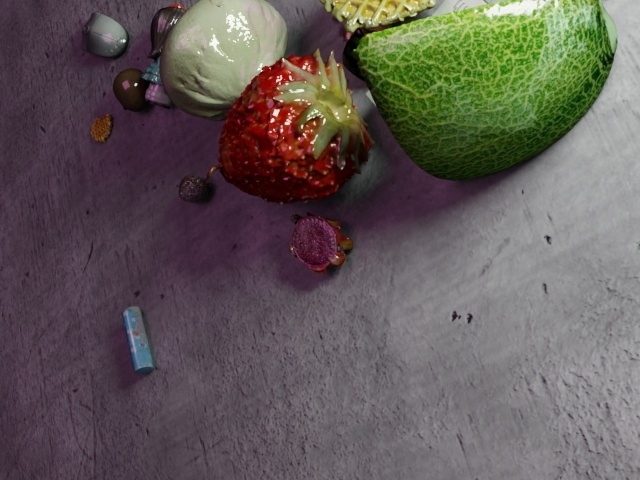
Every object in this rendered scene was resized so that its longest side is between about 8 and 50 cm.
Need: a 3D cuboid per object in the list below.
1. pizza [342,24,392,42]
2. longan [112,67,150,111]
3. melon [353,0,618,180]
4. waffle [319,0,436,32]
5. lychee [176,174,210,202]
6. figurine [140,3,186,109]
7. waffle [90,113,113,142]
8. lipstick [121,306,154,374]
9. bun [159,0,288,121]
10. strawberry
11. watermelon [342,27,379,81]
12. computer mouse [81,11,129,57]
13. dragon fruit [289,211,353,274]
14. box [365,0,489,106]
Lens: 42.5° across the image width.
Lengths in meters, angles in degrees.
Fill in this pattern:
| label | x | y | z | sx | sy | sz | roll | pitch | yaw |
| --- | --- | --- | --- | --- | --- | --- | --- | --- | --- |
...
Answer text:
| label | x | y | z | sx | sy | sz | roll | pitch | yaw |
| --- | --- | --- | --- | --- | --- | --- | --- | --- | --- |
| pizza | 0.105 | -0.423 | 1.622 | 0.108 | 0.026 | 0.123 | 45 | 107 | 28 |
| longan | -0.473 | -0.376 | 2.069 | 0.113 | 0.092 | 0.113 | 11 | 109 | 34 |
| melon | 0.279 | -0.267 | 1.290 | 0.343 | 0.331 | 0.226 | -17 | 34 | 32 |
| waffle | 0.104 | -0.468 | 1.539 | 0.214 | 0.054 | 0.208 | -16 | 56 | -10 |
| lychee | -0.289 | -0.118 | 1.869 | 0.083 | 0.067 | 0.068 | 12 | 118 | 19 |
| figurine | -0.375 | -0.451 | 1.994 | 0.138 | 0.110 | 0.246 | 37 | 112 | 58 |
| waffle | -0.586 | -0.301 | 2.199 | 0.085 | 0.016 | 0.078 | 7 | 85 | 42 |
| lipstick | -0.429 | 0.234 | 1.929 | 0.048 | 0.048 | 0.158 | -36 | 59 | 30 |
| bun | -0.177 | -0.352 | 1.686 | 0.293 | 0.293 | 0.187 | -46 | 61 | 24 |
| strawberry | -0.081 | -0.182 | 1.563 | 0.343 | 0.292 | 0.292 | -28 | 63 | 36 |
| watermelon | 0.090 | -0.364 | 1.585 | 0.135 | 0.125 | 0.094 | -8 | 58 | 57 |
| computer mouse | -0.602 | -0.561 | 2.234 | 0.229 | 0.068 | 0.113 | 26 | 97 | 41 |
| dragon fruit | 0.003 | 0.005 | 1.596 | 0.126 | 0.068 | 0.112 | 16 | 102 | 29 |
| box | 0.224 | -0.299 | 1.465 | 0.270 | 0.045 | 0.211 | -49 | 63 | 23 |
